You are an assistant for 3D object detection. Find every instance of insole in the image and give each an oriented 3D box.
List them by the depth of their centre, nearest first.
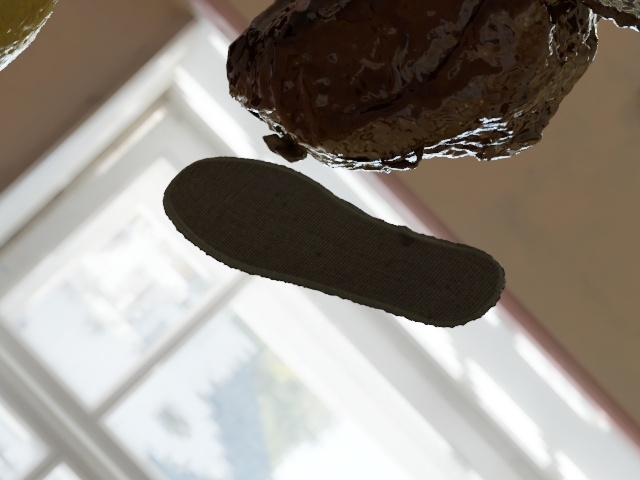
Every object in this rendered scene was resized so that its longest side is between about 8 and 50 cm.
[{"bbox_3d":[0.000,0.000,1.040,0.080,0.232,0.003,-45,139,-28],"label":"insole"}]

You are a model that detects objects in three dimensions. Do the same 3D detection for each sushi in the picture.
[{"bbox_3d":[0.079,-0.128,1.239,0.296,0.167,0.179,-27,167,21],"label":"sushi"}]

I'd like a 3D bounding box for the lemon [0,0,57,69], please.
[{"bbox_3d":[-0.325,-0.256,1.580,0.310,0.253,0.253,-57,180,-5],"label":"lemon"}]
